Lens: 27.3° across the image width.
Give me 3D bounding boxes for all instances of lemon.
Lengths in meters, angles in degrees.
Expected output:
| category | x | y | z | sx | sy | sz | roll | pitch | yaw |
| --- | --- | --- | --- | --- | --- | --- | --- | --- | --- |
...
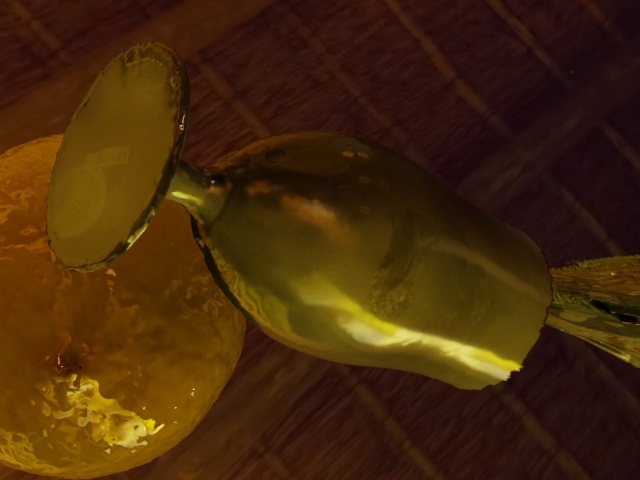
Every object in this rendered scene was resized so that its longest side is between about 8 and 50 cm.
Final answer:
| category | x | y | z | sx | sy | sz | roll | pitch | yaw |
| --- | --- | --- | --- | --- | --- | --- | --- | --- | --- |
| lemon | -0.127 | 0.032 | 0.699 | 0.178 | 0.203 | 0.178 | -1 | -71 | -2 |

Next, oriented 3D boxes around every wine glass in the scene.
| category | x | y | z | sx | sy | sz | roll | pitch | yaw |
| --- | --- | --- | --- | --- | --- | --- | --- | --- | --- |
| wine glass | 0.000 | 0.000 | 0.527 | 0.202 | 0.093 | 0.093 | 23 | -76 | -35 |

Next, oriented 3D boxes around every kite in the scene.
| category | x | y | z | sx | sy | sz | roll | pitch | yaw |
| --- | --- | --- | --- | --- | --- | --- | --- | --- | --- |
| kite | 0.240 | 0.061 | 0.885 | 0.369 | 0.406 | 0.014 | 13 | -103 | 18 |
